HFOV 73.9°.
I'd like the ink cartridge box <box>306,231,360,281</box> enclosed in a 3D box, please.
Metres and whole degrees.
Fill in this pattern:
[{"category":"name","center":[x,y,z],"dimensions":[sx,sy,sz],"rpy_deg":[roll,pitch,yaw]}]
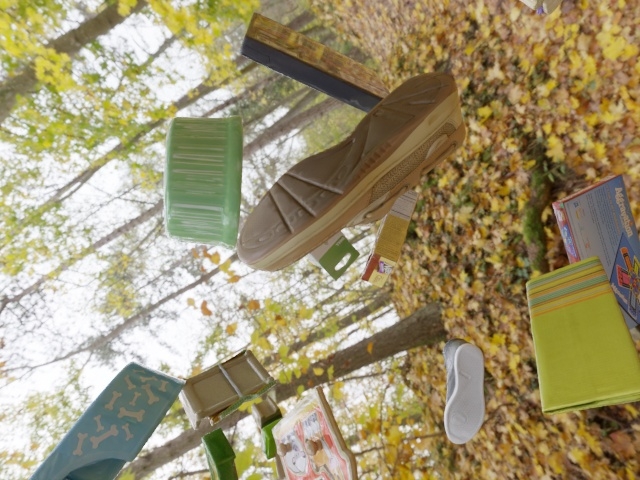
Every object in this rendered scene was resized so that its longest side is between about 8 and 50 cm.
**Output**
[{"category":"ink cartridge box","center":[0.000,0.000,1.155],"dimensions":[0.209,0.109,0.062],"rpy_deg":[48,166,-20]}]

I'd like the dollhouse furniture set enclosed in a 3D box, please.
[{"category":"dollhouse furniture set","center":[-0.179,0.410,0.958],"dimensions":[0.302,0.198,0.151],"rpy_deg":[28,131,53]}]

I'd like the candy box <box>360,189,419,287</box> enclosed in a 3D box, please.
[{"category":"candy box","center":[0.143,-0.010,0.873],"dimensions":[0.053,0.186,0.109],"rpy_deg":[23,146,5]}]

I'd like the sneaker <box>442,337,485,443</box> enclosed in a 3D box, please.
[{"category":"sneaker","center":[0.405,0.418,1.222],"dimensions":[0.147,0.105,0.295],"rpy_deg":[-43,-43,-81]}]

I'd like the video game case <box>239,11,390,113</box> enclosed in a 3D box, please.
[{"category":"video game case","center":[-0.003,-0.319,0.770],"dimensions":[0.275,0.035,0.248],"rpy_deg":[18,-148,-17]}]

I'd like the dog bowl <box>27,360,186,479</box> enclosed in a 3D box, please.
[{"category":"dog bowl","center":[-0.276,0.268,0.475],"dimensions":[0.074,0.297,0.166],"rpy_deg":[37,153,-7]}]

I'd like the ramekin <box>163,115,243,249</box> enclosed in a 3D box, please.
[{"category":"ramekin","center":[-0.261,-0.131,0.951],"dimensions":[0.303,0.148,0.303],"rpy_deg":[-178,90,-75]}]

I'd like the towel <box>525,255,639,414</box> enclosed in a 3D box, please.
[{"category":"towel","center":[0.307,0.104,0.510],"dimensions":[0.021,0.102,0.237],"rpy_deg":[51,-146,-13]}]

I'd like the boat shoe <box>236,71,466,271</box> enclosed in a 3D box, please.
[{"category":"boat shoe","center":[0.049,-0.064,0.541],"dimensions":[0.110,0.341,0.121],"rpy_deg":[51,-179,-40]}]

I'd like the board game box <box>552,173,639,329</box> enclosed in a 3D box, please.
[{"category":"board game box","center":[0.527,0.035,0.780],"dimensions":[0.281,0.145,0.027],"rpy_deg":[69,167,-9]}]

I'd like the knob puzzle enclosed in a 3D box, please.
[{"category":"knob puzzle","center":[-0.010,0.325,0.576],"dimensions":[0.030,0.213,0.213],"rpy_deg":[-2,-129,-35]}]

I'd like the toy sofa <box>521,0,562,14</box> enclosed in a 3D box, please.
[{"category":"toy sofa","center":[0.586,-0.731,0.974],"dimensions":[0.177,0.362,0.150],"rpy_deg":[8,-138,-51]}]
